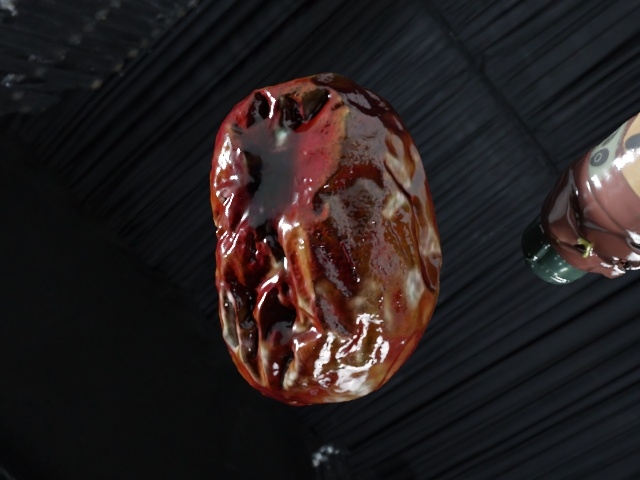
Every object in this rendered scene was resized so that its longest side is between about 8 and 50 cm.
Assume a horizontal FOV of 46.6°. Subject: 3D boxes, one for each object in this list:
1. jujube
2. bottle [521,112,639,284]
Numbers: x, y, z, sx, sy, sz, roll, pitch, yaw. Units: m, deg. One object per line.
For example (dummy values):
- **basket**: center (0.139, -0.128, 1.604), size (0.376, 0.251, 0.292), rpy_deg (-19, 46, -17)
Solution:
- **jujube**: center (0.002, 0.001, 0.890), size (0.276, 0.277, 0.376), rpy_deg (-13, -86, -70)
- **bottle**: center (0.318, -0.040, 0.776), size (0.156, 0.271, 0.143), rpy_deg (6, -124, -28)
